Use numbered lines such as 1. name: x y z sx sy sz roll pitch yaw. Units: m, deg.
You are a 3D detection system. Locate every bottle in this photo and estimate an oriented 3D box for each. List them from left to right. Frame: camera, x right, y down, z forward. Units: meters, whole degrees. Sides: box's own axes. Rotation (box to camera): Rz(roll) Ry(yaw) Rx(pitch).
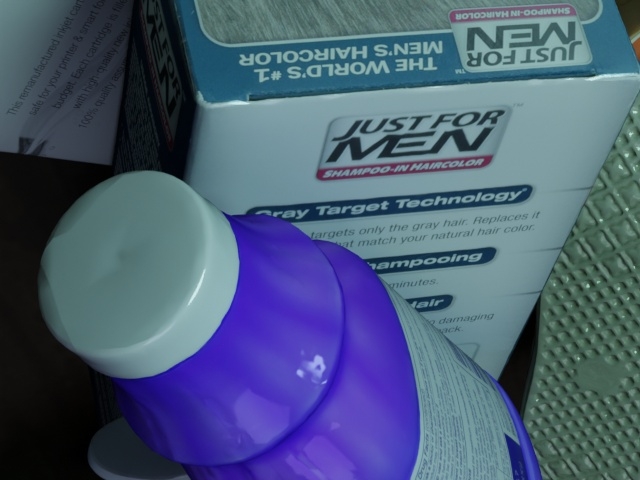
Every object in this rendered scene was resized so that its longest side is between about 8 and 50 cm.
1. bottle: -0.003 0.062 0.746 0.092 0.118 0.283 -24 148 17

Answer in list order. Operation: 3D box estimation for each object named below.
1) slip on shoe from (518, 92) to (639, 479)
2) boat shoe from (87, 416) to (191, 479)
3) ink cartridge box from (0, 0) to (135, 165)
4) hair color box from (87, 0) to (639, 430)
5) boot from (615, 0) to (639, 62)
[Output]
1. slip on shoe: 0.191 0.018 1.153 0.123 0.101 0.331 21 134 13
2. boat shoe: -0.053 0.093 0.859 0.100 0.035 0.035 -8 146 -19
3. ink cartridge box: -0.092 -0.112 0.835 0.218 0.092 0.158 5 142 -32
4. hair color box: 0.000 0.000 0.863 0.174 0.105 0.347 -5 148 -15
5. boot: 0.157 -0.104 0.990 0.158 0.059 0.085 -31 149 19
